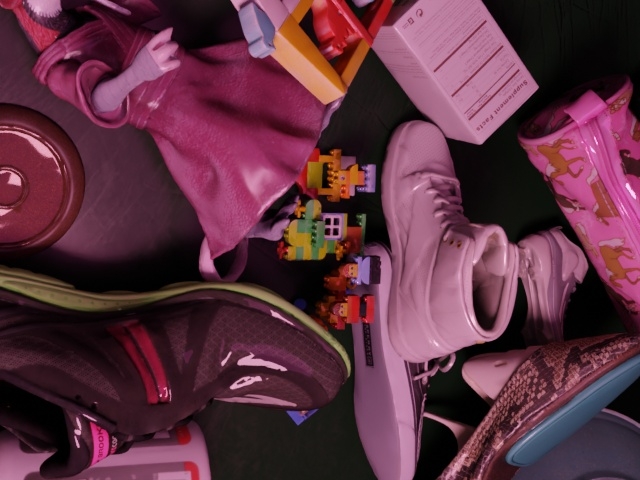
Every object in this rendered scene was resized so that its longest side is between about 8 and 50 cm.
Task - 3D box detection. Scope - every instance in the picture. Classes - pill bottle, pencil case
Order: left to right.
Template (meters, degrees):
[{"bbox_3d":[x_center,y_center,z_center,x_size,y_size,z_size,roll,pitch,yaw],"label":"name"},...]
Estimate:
[{"bbox_3d":[-0.272,0.279,0.989,0.283,0.161,0.161,1,102,-22],"label":"pill bottle"},{"bbox_3d":[0.393,-0.020,1.160,0.160,0.167,0.386,-39,105,-29],"label":"pencil case"}]

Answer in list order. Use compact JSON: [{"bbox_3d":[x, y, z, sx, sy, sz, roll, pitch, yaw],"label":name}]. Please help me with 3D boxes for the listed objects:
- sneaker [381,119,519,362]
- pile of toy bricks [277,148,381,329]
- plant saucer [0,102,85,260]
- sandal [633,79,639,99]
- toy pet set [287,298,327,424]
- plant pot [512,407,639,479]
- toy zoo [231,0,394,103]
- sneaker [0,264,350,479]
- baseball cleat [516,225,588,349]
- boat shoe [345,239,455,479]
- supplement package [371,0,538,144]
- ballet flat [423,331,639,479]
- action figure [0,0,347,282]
[{"bbox_3d":[0.155,-0.017,1.039,0.108,0.169,0.293,7,73,-30],"label":"sneaker"},{"bbox_3d":[0.000,0.000,1.055,0.105,0.118,0.212,0,94,-20],"label":"pile of toy bricks"},{"bbox_3d":[-0.330,-0.058,0.959,0.168,0.029,0.169,-5,104,-20],"label":"plant saucer"},{"bbox_3d":[0.594,-0.096,1.273,0.445,0.168,0.107,25,118,-18],"label":"sandal"},{"bbox_3d":[-0.034,0.156,1.125,0.122,0.065,0.114,-39,79,-12],"label":"toy pet set"},{"bbox_3d":[0.366,0.385,1.229,0.293,0.293,0.196,-56,142,-2],"label":"plant pot"},{"bbox_3d":[-0.011,-0.272,0.941,0.192,0.030,0.293,48,45,-24],"label":"toy zoo"},{"bbox_3d":[-0.204,0.150,0.943,0.482,0.202,0.185,4,144,-15],"label":"sneaker"},{"bbox_3d":[0.319,0.083,1.231,0.109,0.072,0.206,-20,113,-24],"label":"baseball cleat"},{"bbox_3d":[0.101,0.150,1.139,0.104,0.113,0.307,-8,90,-26],"label":"boat shoe"},{"bbox_3d":[0.148,-0.215,1.072,0.105,0.105,0.179,-45,115,-8],"label":"supplement package"},{"bbox_3d":[0.200,0.261,1.162,0.483,0.182,0.164,-52,150,5],"label":"ballet flat"},{"bbox_3d":[-0.173,-0.165,0.949,0.370,0.248,0.276,26,133,-14],"label":"action figure"}]
